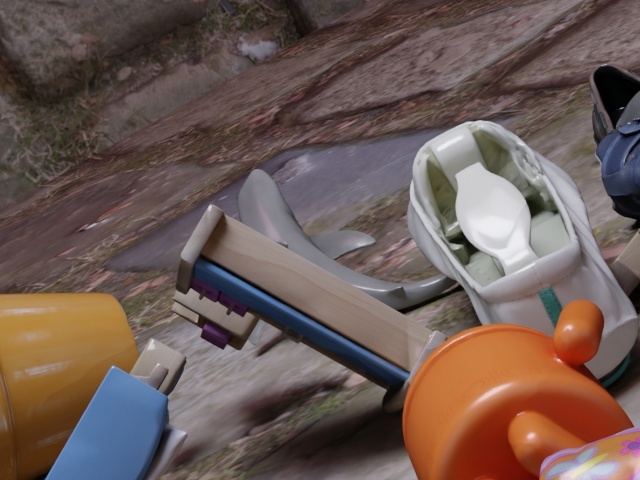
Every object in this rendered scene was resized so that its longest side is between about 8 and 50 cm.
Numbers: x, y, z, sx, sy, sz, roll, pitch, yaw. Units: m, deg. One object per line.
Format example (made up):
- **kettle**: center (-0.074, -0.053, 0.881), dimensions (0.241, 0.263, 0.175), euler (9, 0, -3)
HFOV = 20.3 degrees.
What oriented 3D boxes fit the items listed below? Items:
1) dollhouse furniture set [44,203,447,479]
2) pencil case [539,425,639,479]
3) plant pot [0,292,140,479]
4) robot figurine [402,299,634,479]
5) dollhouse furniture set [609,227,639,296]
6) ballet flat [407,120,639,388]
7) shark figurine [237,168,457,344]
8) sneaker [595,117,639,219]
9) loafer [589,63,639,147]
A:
- **dollhouse furniture set**: center (-0.079, 0.170, 1.366), dimensions (0.303, 0.198, 0.286), euler (-60, 0, -12)
- **pencil case**: center (0.249, 0.125, 0.870), dimensions (0.284, 0.124, 0.124), euler (-19, 15, 18)
- **plant pot**: center (-0.265, 0.128, 1.604), dimensions (0.188, 0.205, 0.205), euler (-14, 9, -22)
- **robot figurine**: center (0.119, 0.121, 1.070), dimensions (0.128, 0.158, 0.219), euler (-8, 13, -5)
- **dollhouse furniture set**: center (0.304, 0.015, 1.367), dimensions (0.144, 0.123, 0.151), euler (-42, -13, -52)
- **ballet flat**: center (0.138, -0.021, 1.395), dimensions (0.139, 0.139, 0.400), euler (-24, 26, 1)
- **shark figurine**: center (0.014, 0.020, 1.632), dimensions (0.278, 0.116, 0.166), euler (14, 70, 28)
- **sneaker**: center (0.345, -0.084, 1.552), dimensions (0.226, 0.086, 0.163), euler (-18, -1, -29)
- **loafer**: center (0.308, -0.114, 1.722), dimensions (0.096, 0.084, 0.267), euler (-25, 14, -2)
